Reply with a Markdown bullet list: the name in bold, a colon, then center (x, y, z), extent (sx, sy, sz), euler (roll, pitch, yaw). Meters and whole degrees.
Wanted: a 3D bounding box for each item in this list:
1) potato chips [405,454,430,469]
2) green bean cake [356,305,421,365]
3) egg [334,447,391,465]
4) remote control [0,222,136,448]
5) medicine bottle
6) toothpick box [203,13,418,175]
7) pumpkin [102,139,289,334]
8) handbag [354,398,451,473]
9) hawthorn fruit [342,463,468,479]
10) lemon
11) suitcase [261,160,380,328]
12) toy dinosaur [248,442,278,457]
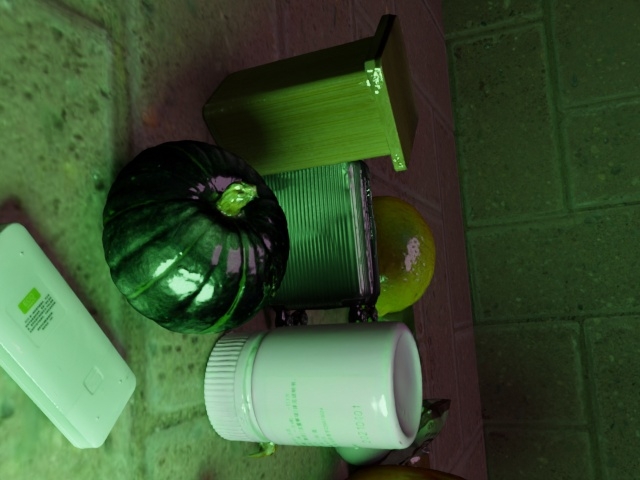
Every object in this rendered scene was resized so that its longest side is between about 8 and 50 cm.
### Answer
- **potato chips**: center (0.302, 0.691, 1.819), extent (0.150, 0.049, 0.201), euler (-41, 128, -57)
- **green bean cake**: center (0.166, 0.244, 1.532), extent (0.248, 0.125, 0.222), euler (-10, 91, -69)
- **egg**: center (0.098, 0.390, 1.294), extent (0.199, 0.146, 0.146), euler (-41, 122, -51)
- **remote control**: center (-0.279, 0.104, 0.629), extent (0.103, 0.034, 0.250), euler (-69, 146, -47)
- **medicine bottle**: center (-0.008, 0.215, 0.906), extent (0.178, 0.291, 0.178), euler (-7, 90, -67)
- **toothpick box**: center (-0.012, -0.216, 0.998), extent (0.187, 0.308, 0.190), euler (-72, 147, -45)
- **pumpkin**: center (-0.146, -0.011, 0.761), extent (0.250, 0.216, 0.250), euler (25, 44, -27)
- **handbag**: center (0.198, 0.454, 1.418), extent (0.127, 0.235, 0.213), euler (48, 14, 16)
- **hawthorn fruit**: center (0.190, 0.636, 1.082), extent (0.472, 0.472, 0.471), euler (-7, 90, -67)
- **lemon**: center (0.135, 0.031, 1.364), extent (0.267, 0.267, 0.267), euler (-7, 90, -67)
- **suitcase**: center (0.000, 0.000, 1.102), extent (0.128, 0.202, 0.312), euler (8, 77, -67)
- **toy dinosaur**: center (-0.091, 0.341, 1.012), extent (0.113, 0.026, 0.041), euler (45, 60, -68)
